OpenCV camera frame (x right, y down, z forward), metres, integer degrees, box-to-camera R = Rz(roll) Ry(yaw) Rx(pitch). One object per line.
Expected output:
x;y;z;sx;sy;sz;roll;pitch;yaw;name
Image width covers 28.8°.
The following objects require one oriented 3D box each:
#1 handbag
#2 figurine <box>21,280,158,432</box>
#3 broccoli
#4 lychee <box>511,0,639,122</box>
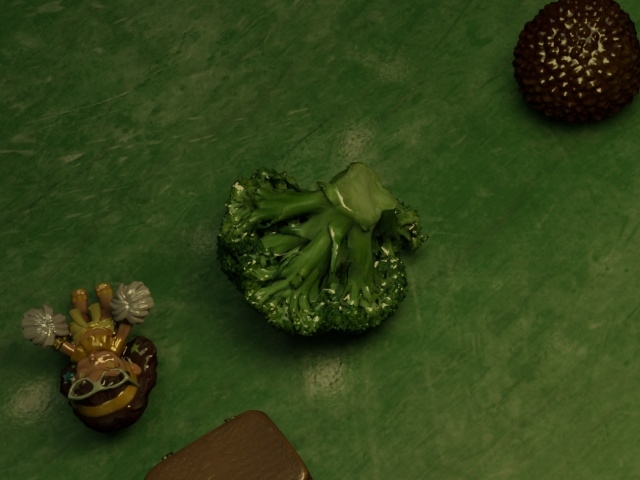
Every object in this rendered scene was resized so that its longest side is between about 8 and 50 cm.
-0.118;0.304;1.541;0.193;0.072;0.151;-33;60;-8;handbag
-0.291;0.142;1.643;0.174;0.116;0.240;-18;52;-3;figurine
0.000;0.000;1.621;0.269;0.241;0.261;45;52;0;broccoli
0.354;-0.252;1.733;0.188;0.188;0.188;-5;58;7;lychee
